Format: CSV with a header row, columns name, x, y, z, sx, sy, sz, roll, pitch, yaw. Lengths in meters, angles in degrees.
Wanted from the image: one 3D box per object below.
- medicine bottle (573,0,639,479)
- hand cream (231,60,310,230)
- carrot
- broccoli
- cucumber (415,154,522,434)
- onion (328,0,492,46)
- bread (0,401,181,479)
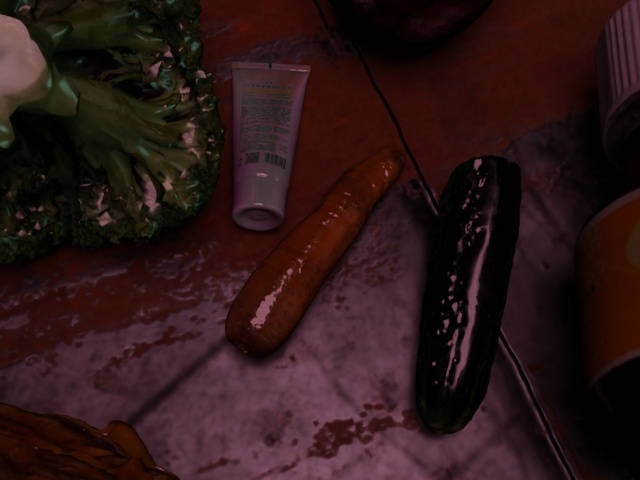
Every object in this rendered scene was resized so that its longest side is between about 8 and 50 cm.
name,x,y,z,sx,sy,sz,roll,pitch,yaw
medicine bottle,0.314,-0.017,0.753,0.242,0.243,0.395,1,57,-3
hand cream,-0.050,-0.094,0.853,0.076,0.047,0.174,3,61,-2
carrot,0.000,0.000,0.814,0.059,0.059,0.248,34,69,9
broccoli,-0.220,-0.118,0.738,0.307,0.275,0.308,-1,96,-11
cucumber,0.124,0.045,0.795,0.074,0.074,0.242,12,71,1
onion,0.088,-0.313,0.853,0.221,0.281,0.281,-12,64,39
bread,-0.254,0.197,0.582,0.336,0.358,0.204,22,89,25
